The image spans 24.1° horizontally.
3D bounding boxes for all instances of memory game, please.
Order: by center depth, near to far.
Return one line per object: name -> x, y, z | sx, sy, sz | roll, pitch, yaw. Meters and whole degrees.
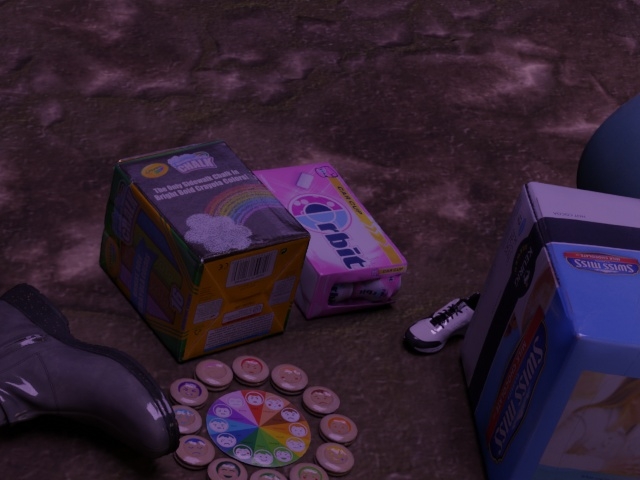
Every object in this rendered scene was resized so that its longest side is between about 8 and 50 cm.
memory game -> -0.054, 0.170, 1.380 | 0.186, 0.012, 0.186 | 10, 36, -8

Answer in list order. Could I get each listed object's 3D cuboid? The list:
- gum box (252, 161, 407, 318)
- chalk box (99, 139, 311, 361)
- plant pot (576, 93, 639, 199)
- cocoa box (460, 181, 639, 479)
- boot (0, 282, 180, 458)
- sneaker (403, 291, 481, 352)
gum box -> 0.000, 0.000, 1.582 | 0.107, 0.062, 0.188 | -8, 43, -30
chalk box -> -0.130, -0.006, 1.484 | 0.132, 0.132, 0.213 | -14, 45, -34
plant pot -> 0.433, -0.012, 1.601 | 0.290, 0.290, 0.195 | 8, 46, -12
cocoa box -> 0.338, 0.120, 1.414 | 0.347, 0.231, 0.228 | 8, 37, -12
boot -> -0.253, 0.144, 1.295 | 0.246, 0.083, 0.161 | 32, 45, 29
sneaker -> 0.129, 0.081, 1.544 | 0.109, 0.044, 0.040 | -21, 52, -38
